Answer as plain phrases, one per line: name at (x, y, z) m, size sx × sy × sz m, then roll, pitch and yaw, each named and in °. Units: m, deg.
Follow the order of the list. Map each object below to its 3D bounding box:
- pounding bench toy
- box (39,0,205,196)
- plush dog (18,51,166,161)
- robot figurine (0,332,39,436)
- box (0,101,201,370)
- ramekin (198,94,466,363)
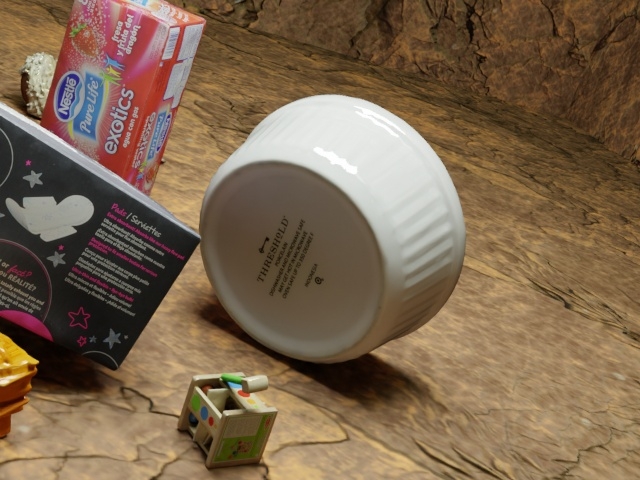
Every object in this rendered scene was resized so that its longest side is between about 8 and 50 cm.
pounding bench toy at (-0.075, 0.132, 0.823) m, size 0.052 × 0.083 × 0.065 m, roll 3°, pitch 26°, yaw -39°
box at (-0.248, -0.167, 1.208) m, size 0.122 × 0.257 × 0.128 m, roll 24°, pitch 20°, yaw 7°
plush dog at (-0.289, -0.253, 1.450) m, size 0.210 × 0.225 × 0.262 m, roll 1°, pitch 26°, yaw -42°
robot figurine at (-0.369, 0.064, 0.730) m, size 0.291 × 0.085 × 0.211 m, roll 26°, pitch 20°, yaw 18°
box at (-0.254, -0.026, 0.842) m, size 0.247 × 0.142 × 0.163 m, roll 35°, pitch -2°, yaw -35°
ramekin at (0.000, 0.000, 1.007) m, size 0.272 × 0.273 × 0.127 m, roll 26°, pitch 32°, yaw 19°
